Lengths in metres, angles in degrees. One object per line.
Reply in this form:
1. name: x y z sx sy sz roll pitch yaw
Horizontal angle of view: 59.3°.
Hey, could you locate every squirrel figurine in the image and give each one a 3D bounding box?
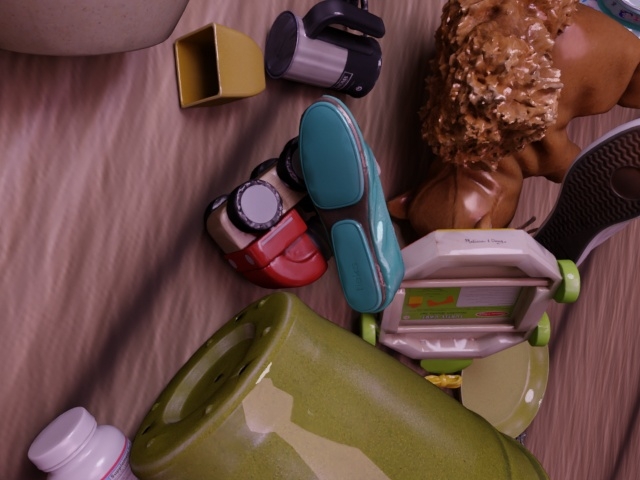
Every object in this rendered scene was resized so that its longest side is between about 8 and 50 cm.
1. squirrel figurine: 0.231 -0.167 0.784 0.370 0.281 0.397 -57 146 3

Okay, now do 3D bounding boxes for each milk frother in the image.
1. milk frother: 0.004 -0.278 0.743 0.135 0.129 0.143 4 46 -35

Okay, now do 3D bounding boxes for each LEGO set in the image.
1. LEGO set: 0.361 0.382 1.043 0.054 0.023 0.083 -28 120 -28

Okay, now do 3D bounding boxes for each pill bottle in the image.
1. pill bottle: -0.227 0.256 0.595 0.087 0.087 0.160 -43 113 -25

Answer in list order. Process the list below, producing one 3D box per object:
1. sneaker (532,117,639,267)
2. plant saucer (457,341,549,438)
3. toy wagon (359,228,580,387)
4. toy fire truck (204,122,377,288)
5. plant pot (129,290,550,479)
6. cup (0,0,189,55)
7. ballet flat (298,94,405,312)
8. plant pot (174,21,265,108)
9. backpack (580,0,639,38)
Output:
1. sneaker: 0.377 -0.071 0.734 0.123 0.290 0.106 -36 72 -26
2. plant saucer: 0.319 0.233 0.997 0.241 0.037 0.240 -1 91 -34
3. toy wagon: 0.189 0.110 0.798 0.268 0.344 0.068 -1 52 1
4. toy fire truck: 0.000 0.000 0.723 0.217 0.158 0.246 -43 104 -26
5. plant pot: 0.000 0.256 0.621 0.353 0.366 0.366 46 67 -14
6. cup: -0.223 -0.297 0.476 0.331 0.331 0.236 -20 130 -32
7. ballet flat: 0.039 -0.042 0.634 0.087 0.083 0.247 -35 114 -55
8. plant pot: -0.112 -0.202 0.666 0.083 0.081 0.081 -11 98 -46
9. backpack: 0.495 -0.373 0.856 0.225 0.191 0.253 23 99 7
